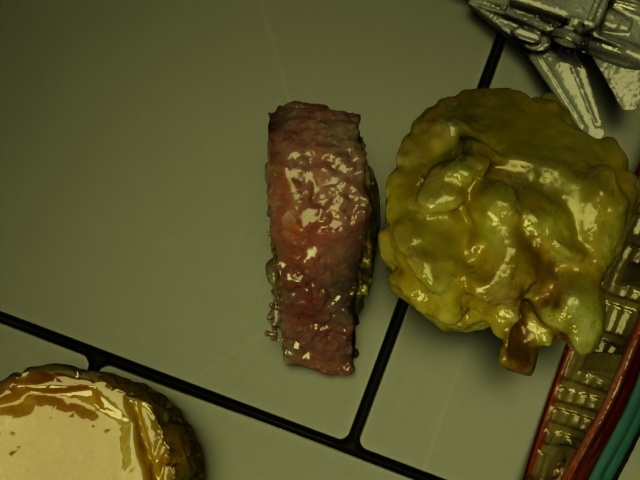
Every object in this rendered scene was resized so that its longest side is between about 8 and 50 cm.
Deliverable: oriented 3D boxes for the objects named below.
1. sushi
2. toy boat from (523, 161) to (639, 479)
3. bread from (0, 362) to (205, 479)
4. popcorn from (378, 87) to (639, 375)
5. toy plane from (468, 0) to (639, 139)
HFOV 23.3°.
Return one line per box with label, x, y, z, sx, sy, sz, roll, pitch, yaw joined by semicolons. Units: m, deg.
sushi;0.000;-0.005;1.375;0.107;0.161;0.241;0;81;1
toy boat;0.280;0.058;1.375;0.079;0.136;0.392;25;83;-12
bread;-0.223;0.236;1.363;0.227;0.142;0.253;7;79;5
popcorn;0.162;-0.006;1.362;0.233;0.192;0.266;-12;64;-13
toy plane;0.191;-0.230;1.437;0.267;0.088;0.212;22;83;5
